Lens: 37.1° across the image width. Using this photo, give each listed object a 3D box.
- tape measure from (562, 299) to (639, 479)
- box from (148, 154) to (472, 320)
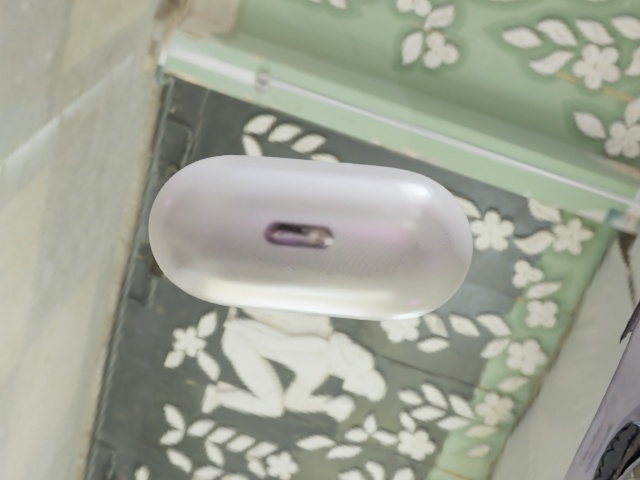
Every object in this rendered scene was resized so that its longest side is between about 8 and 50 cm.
[{"bbox_3d":[0.222,0.147,0.527,0.236,0.120,0.197,-64,-162,1],"label":"tape measure"},{"bbox_3d":[0.000,-0.001,0.938,0.349,0.289,0.141,14,80,-84],"label":"box"}]
